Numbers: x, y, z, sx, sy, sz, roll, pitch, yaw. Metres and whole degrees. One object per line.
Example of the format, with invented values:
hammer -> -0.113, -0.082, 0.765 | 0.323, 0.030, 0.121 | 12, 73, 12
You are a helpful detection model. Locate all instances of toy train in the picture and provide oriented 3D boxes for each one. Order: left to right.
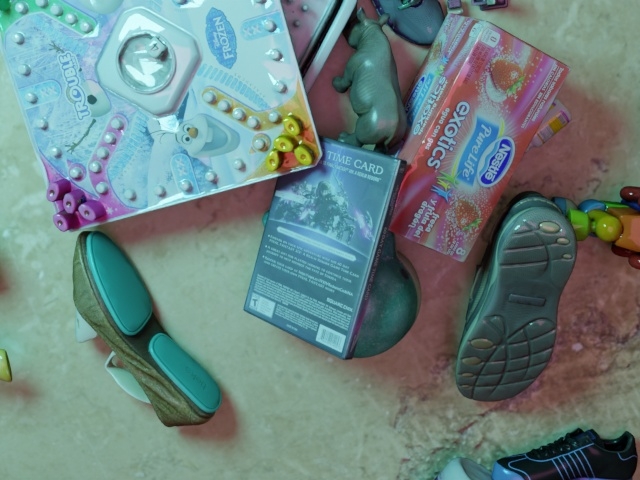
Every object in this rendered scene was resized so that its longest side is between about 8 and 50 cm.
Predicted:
toy train -> 0.406, -0.015, 1.201 | 0.143, 0.248, 0.105 | 5, 101, 2

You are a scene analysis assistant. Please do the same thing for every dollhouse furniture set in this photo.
dollhouse furniture set -> 0.221, -0.378, 1.204 | 0.091, 0.081, 0.114 | -7, 102, 0

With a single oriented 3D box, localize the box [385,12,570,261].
box -> 0.187, -0.145, 1.201 | 0.142, 0.154, 0.300 | 23, 102, -18

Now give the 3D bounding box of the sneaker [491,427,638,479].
sneaker -> 0.383, 0.340, 1.359 | 0.232, 0.081, 0.090 | 2, 99, -9

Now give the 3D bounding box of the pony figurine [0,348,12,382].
pony figurine -> -0.650, 0.086, 1.206 | 0.363, 0.303, 0.351 | -11, 111, -14

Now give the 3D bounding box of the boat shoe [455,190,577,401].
boat shoe -> 0.285, 0.086, 1.274 | 0.132, 0.130, 0.355 | 13, 124, -2

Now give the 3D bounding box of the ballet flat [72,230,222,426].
ballet flat -> -0.288, 0.149, 1.299 | 0.124, 0.116, 0.342 | -29, 105, 24

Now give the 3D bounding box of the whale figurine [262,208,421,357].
whale figurine -> 0.018, 0.049, 1.248 | 0.216, 0.141, 0.272 | -39, 89, 31

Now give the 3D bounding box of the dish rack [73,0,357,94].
dish rack -> -0.143, -0.324, 1.212 | 0.333, 0.072, 0.285 | 28, 99, -7

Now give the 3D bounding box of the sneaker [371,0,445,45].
sneaker -> 0.098, -0.363, 1.195 | 0.083, 0.098, 0.223 | -38, 100, 6

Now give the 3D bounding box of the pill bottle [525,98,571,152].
pill bottle -> 0.323, -0.166, 1.269 | 0.083, 0.043, 0.043 | -40, 100, 7

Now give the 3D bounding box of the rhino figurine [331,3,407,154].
rhino figurine -> 0.068, -0.228, 1.199 | 0.073, 0.106, 0.243 | 3, 71, -28

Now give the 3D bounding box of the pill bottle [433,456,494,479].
pill bottle -> 0.180, 0.500, 1.337 | 0.169, 0.169, 0.301 | 36, 99, -8

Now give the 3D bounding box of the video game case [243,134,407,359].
video game case -> 0.000, 0.000, 1.186 | 0.196, 0.026, 0.274 | 21, 100, 37

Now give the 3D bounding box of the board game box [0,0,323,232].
board game box -> -0.234, -0.237, 1.153 | 0.390, 0.050, 0.390 | -14, 100, 9
